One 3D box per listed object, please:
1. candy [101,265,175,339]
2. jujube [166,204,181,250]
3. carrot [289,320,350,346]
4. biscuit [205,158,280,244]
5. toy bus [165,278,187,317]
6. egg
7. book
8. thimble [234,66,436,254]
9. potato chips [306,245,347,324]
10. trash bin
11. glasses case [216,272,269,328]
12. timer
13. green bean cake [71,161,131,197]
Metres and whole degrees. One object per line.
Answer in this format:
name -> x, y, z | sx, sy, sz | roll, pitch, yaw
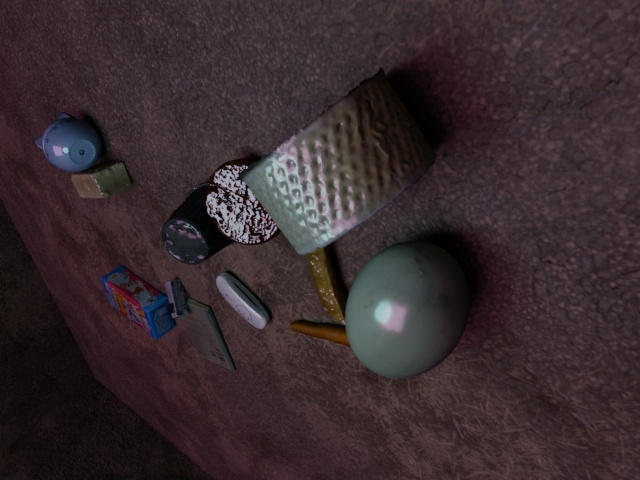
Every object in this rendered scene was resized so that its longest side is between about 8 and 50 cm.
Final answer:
candy -> -0.700, 0.235, 1.809 | 0.305, 0.100, 0.157 | 27, 136, 29
jujube -> -0.364, -0.025, 1.283 | 0.112, 0.109, 0.176 | 16, 132, -14
carrot -> 0.006, 0.225, 1.159 | 0.247, 0.043, 0.043 | 0, 119, 46
biscuit -> -0.158, -0.083, 1.019 | 0.191, 0.049, 0.192 | 2, 110, 6
toy bus -> -0.481, 0.195, 1.574 | 0.036, 0.052, 0.131 | -17, 83, 35
egg -> 0.145, 0.123, 0.815 | 0.202, 0.203, 0.283 | 35, 135, 19
book -> -0.410, 0.325, 1.655 | 0.214, 0.025, 0.283 | 12, 127, 37
thimble -> 0.023, -0.110, 0.707 | 0.150, 0.271, 0.270 | 54, 141, -8
potato chips -> 0.000, 0.000, 0.978 | 0.080, 0.057, 0.407 | 5, 123, 26
trash bin -> -0.281, -0.028, 1.108 | 0.175, 0.161, 0.176 | 9, 122, 16
glasses case -> -0.220, 0.170, 1.328 | 0.197, 0.049, 0.076 | 44, 140, 10
timer -> -0.758, -0.291, 1.432 | 0.255, 0.175, 0.176 | 20, 134, 56
green bean cake -> -0.674, -0.186, 1.449 | 0.179, 0.109, 0.085 | 7, 124, 42
